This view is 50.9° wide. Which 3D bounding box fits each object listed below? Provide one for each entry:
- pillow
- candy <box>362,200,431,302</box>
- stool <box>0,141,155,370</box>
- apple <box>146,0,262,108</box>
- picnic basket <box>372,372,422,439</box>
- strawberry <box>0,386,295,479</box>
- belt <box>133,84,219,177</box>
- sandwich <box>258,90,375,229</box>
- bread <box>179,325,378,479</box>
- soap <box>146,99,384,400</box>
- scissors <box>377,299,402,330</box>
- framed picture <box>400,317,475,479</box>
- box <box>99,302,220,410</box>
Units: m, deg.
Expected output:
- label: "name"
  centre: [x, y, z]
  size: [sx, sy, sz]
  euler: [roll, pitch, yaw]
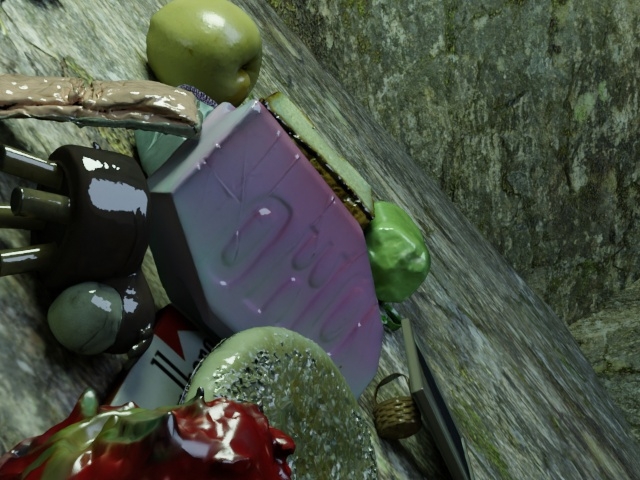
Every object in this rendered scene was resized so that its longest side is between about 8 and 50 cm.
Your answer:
- label: "pillow"
  centre: [-0.234, -0.137, 0.668]
  size: [0.232, 0.043, 0.126]
  euler: [1, 22, -12]
- label: "candy"
  centre: [0.129, 0.010, 1.298]
  size: [0.142, 0.132, 0.343]
  euler: [32, 12, -2]
- label: "stool"
  centre: [-0.206, 0.008, 0.565]
  size: [0.121, 0.125, 0.217]
  euler: [3, 67, -43]
- label: "apple"
  centre: [-0.188, -0.311, 1.118]
  size: [0.200, 0.200, 0.200]
  euler: [44, 19, -19]
- label: "picnic basket"
  centre: [0.104, 0.226, 0.930]
  size: [0.072, 0.072, 0.083]
  euler: [33, 35, -43]
- label: "strawberry"
  centre: [-0.098, 0.185, 0.392]
  size: [0.184, 0.186, 0.202]
  euler: [100, -19, -84]
- label: "belt"
  centre: [-0.119, -0.069, 0.905]
  size: [0.325, 0.122, 0.260]
  euler: [57, 14, 22]
- label: "sandwich"
  centre: [-0.024, -0.138, 1.182]
  size: [0.273, 0.095, 0.249]
  euler: [45, 16, -9]
- label: "bread"
  centre: [-0.022, 0.201, 0.599]
  size: [0.267, 0.040, 0.267]
  euler: [35, 44, -43]
- label: "soap"
  centre: [-0.049, 0.034, 0.724]
  size: [0.324, 0.193, 0.109]
  euler: [50, -18, -30]
- label: "scissors"
  centre: [0.092, 0.132, 1.165]
  size: [0.101, 0.027, 0.204]
  euler: [47, 17, 5]
- label: "framed picture"
  centre: [0.180, 0.265, 1.001]
  size: [0.192, 0.018, 0.266]
  euler: [-89, 154, -65]
- label: "box"
  centre: [-0.127, 0.142, 0.602]
  size: [0.115, 0.036, 0.177]
  euler: [47, 18, -14]
